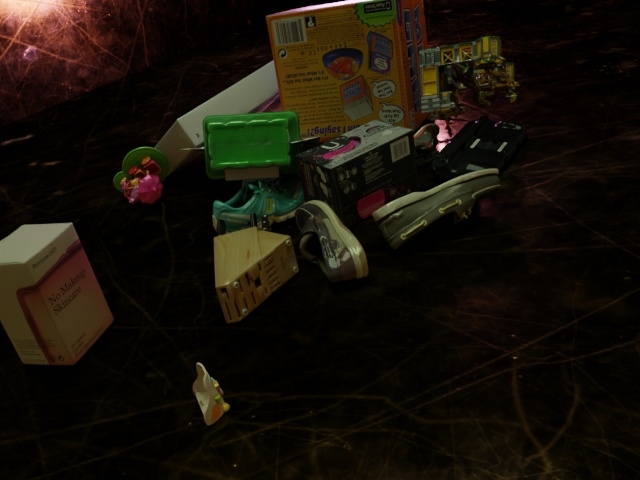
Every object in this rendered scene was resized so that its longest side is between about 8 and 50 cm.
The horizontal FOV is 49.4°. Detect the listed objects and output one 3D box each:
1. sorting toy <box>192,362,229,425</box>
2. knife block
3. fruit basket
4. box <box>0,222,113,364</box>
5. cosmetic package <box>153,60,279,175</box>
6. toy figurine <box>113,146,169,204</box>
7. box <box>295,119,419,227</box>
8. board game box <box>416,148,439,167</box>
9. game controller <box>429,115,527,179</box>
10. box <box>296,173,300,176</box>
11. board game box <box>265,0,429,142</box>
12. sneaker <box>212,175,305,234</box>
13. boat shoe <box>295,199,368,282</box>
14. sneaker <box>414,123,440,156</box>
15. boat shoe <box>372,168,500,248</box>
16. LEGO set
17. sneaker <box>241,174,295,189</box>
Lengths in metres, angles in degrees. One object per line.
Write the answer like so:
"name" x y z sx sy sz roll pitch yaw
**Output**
"sorting toy" -0.178 0.233 1.099 0.045 0.075 0.083 -21 29 -14
"knife block" -0.181 0.041 1.443 0.242 0.088 0.276 9 35 37
"fruit basket" -0.163 -0.225 1.752 0.327 0.165 0.353 -4 0 -2
"box" -0.516 0.101 1.315 0.127 0.232 0.148 -2 30 21
"cosmetic package" -0.294 -0.357 2.043 0.377 0.097 0.284 -40 10 -30
"toy figurine" -0.500 -0.155 1.935 0.173 0.130 0.159 -33 37 8
"box" 0.088 -0.160 1.618 0.247 0.163 0.142 -29 33 -28
"board game box" 0.211 -0.229 1.841 0.126 0.026 0.186 -23 30 -18
"game controller" 0.400 -0.227 1.740 0.167 0.067 0.319 20 40 24
"box" 0.056 -0.206 1.796 0.184 0.045 0.191 -24 22 -28
"board game box" 0.101 -0.495 1.978 0.357 0.356 0.356 -2 21 20
"sneaker" -0.131 -0.095 1.649 0.275 0.109 0.107 -28 31 -28
"boat shoe" 0.000 0.000 1.431 0.093 0.102 0.285 -17 34 -18
"sneaker" 0.265 -0.245 1.780 0.065 0.061 0.158 39 53 23
"boat shoe" 0.257 -0.071 1.464 0.305 0.091 0.109 -21 -8 -19
"LEGO set" 0.389 -0.384 1.819 0.255 0.192 0.331 -2 -4 16
"sneaker" -0.133 -0.154 1.810 0.162 0.063 0.073 -30 36 -29
